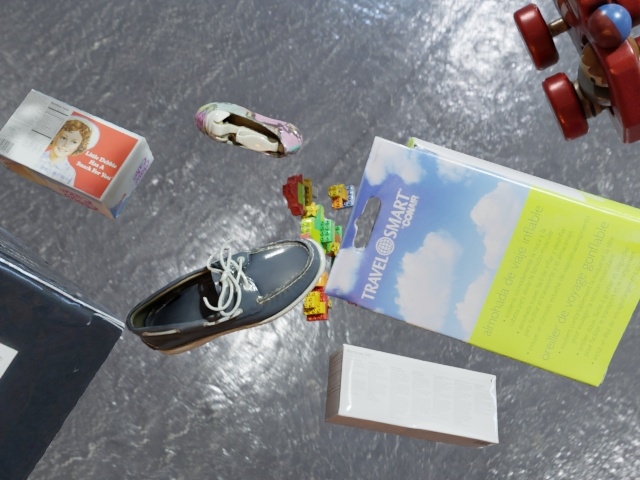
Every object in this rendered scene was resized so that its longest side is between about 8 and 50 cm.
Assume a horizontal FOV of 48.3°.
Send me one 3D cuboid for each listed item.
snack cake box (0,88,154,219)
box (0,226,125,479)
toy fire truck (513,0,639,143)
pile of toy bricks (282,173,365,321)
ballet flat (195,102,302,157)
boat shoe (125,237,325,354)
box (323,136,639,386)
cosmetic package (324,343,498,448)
[{"bbox_3d":[-0.480,-0.169,1.387,0.264,0.089,0.152,25,70,11],"label":"snack cake box"},{"bbox_3d":[-0.433,0.049,0.701,0.395,0.293,0.212,20,75,48],"label":"box"},{"bbox_3d":[0.368,-0.289,0.974,0.169,0.254,0.302,-23,69,19],"label":"toy fire truck"},{"bbox_3d":[0.000,0.000,1.000,0.118,0.105,0.212,-10,73,27],"label":"pile of toy bricks"},{"bbox_3d":[-0.141,-0.195,1.276,0.221,0.077,0.079,18,28,17],"label":"ballet flat"},{"bbox_3d":[-0.118,0.060,0.871,0.254,0.079,0.095,-22,61,12],"label":"boat shoe"},{"bbox_3d":[0.103,0.010,0.438,0.178,0.042,0.109,18,106,2],"label":"box"},{"bbox_3d":[0.127,0.219,0.989,0.239,0.060,0.099,15,62,-16],"label":"cosmetic package"}]
